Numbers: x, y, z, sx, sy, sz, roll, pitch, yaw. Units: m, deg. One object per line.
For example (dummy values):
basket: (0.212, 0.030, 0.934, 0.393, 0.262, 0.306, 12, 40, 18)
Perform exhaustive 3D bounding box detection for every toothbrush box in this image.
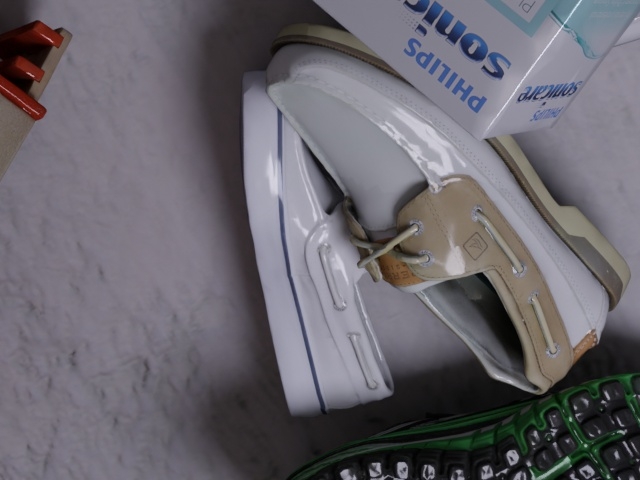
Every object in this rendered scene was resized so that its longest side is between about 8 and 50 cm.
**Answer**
toothbrush box: (0.116, -0.237, 1.071, 0.216, 0.126, 0.295, 43, 114, 16)

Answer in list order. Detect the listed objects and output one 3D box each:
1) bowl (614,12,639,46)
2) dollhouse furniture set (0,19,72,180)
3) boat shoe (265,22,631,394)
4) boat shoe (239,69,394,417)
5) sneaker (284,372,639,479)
bowl: (0.177, -0.183, 1.174, 0.142, 0.053, 0.142, -17, 113, 11)
dollhouse furniture set: (-0.294, -0.135, 1.142, 0.259, 0.135, 0.262, 35, 155, -29)
boat shoe: (0.074, -0.015, 1.182, 0.302, 0.113, 0.103, 38, 69, -25)
boat shoe: (0.000, 0.000, 1.253, 0.084, 0.095, 0.258, -8, 123, 3)
sneaker: (0.126, 0.156, 1.295, 0.344, 0.146, 0.134, -8, 99, -9)
